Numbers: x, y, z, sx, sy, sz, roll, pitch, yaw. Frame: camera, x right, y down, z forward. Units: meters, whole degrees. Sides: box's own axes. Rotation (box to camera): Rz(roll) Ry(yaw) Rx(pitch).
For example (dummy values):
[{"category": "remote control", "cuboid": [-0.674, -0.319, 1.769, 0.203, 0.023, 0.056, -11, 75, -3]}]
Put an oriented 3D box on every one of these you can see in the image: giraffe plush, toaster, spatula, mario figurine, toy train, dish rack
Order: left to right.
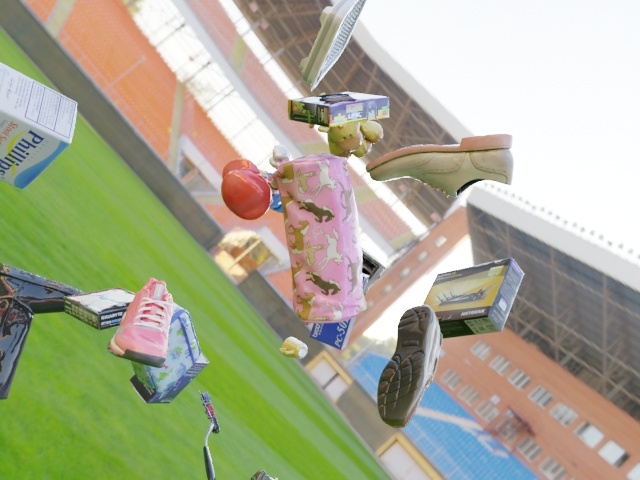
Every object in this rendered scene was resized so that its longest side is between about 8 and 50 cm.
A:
[{"category": "spatula", "cuboid": [-0.299, 0.534, 1.787, 0.296, 0.030, 0.084, -105, -178, -52]}, {"category": "toy train", "cuboid": [-0.349, 0.538, 2.106, 0.158, 0.027, 0.036, -122, -152, -43]}, {"category": "mario figurine", "cuboid": [-0.147, -0.149, 1.620, 0.170, 0.198, 0.320, 23, 9, 17]}, {"category": "dish rack", "cuboid": [0.041, -0.632, 2.022, 0.072, 0.333, 0.285, 30, -48, 1]}, {"category": "giraffe plush", "cuboid": [0.070, -0.306, 1.810, 0.210, 0.181, 0.170, 43, 9, -15]}, {"category": "toaster", "cuboid": [0.103, 0.094, 2.226, 0.186, 0.168, 0.110, 38, 3, -26]}]

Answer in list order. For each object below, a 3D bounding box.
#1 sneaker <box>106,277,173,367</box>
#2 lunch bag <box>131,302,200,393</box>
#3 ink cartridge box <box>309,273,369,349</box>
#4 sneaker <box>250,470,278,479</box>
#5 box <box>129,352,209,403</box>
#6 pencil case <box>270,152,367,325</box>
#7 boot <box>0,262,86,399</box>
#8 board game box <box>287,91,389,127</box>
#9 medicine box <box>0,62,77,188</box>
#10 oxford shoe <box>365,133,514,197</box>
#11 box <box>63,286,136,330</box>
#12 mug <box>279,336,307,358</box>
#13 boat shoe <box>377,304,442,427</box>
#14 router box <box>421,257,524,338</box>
[{"category": "sneaker", "cuboid": [-0.367, 0.160, 1.402, 0.116, 0.136, 0.314, 19, 7, -18]}, {"category": "lunch bag", "cuboid": [-0.399, 0.270, 1.713, 0.090, 0.176, 0.219, 26, -40, 28]}, {"category": "ink cartridge box", "cuboid": [0.049, 0.176, 1.774, 0.097, 0.207, 0.046, 20, 8, 19]}, {"category": "sneaker", "cuboid": [-0.146, 0.591, 1.451, 0.130, 0.087, 0.227, 59, 31, 5]}, {"category": "box", "cuboid": [-0.505, 0.439, 2.237, 0.108, 0.207, 0.153, 45, 5, 22]}, {"category": "pencil case", "cuboid": [0.000, 0.000, 1.504, 0.167, 0.160, 0.386, -1, -79, 46]}, {"category": "boot", "cuboid": [-1.052, 0.348, 2.363, 0.367, 0.445, 0.146, 23, -17, -22]}, {"category": "board game box", "cuboid": [0.038, -0.283, 1.428, 0.141, 0.170, 0.048, 19, -62, 47]}, {"category": "medicine box", "cuboid": [-0.831, -0.303, 1.728, 0.289, 0.263, 0.149, 28, 45, -38]}, {"category": "oxford shoe", "cuboid": [0.304, -0.180, 1.743, 0.140, 0.397, 0.146, -11, 94, -61]}, {"category": "box", "cuboid": [-0.596, 0.189, 1.890, 0.220, 0.175, 0.051, 12, -74, 45]}, {"category": "mug", "cuboid": [-0.078, 0.334, 2.018, 0.064, 0.078, 0.062, 10, -48, 48]}, {"category": "boat shoe", "cuboid": [0.241, 0.318, 1.664, 0.122, 0.324, 0.120, -6, -43, 39]}, {"category": "router box", "cuboid": [0.466, 0.190, 2.124, 0.309, 0.243, 0.081, -18, -59, 48]}]
